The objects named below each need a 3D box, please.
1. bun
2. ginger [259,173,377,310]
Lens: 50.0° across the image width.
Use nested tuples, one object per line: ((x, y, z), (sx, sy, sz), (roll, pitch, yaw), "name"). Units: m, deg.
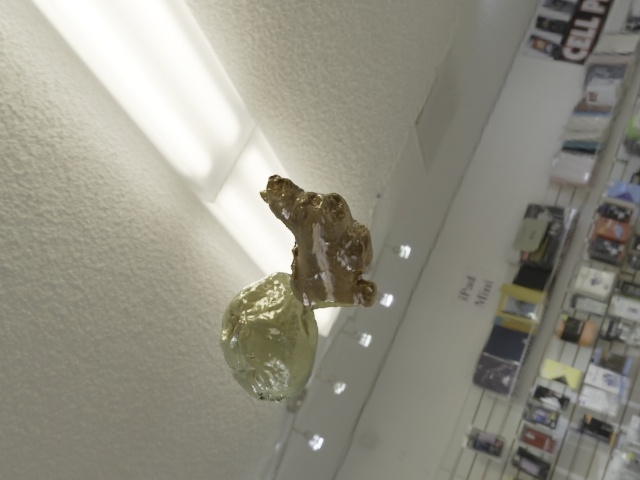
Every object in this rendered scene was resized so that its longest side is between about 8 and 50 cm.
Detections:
((-0.092, 0.159, 1.140), (0.134, 0.220, 0.221), (9, -78, -26), "bun")
((0.005, 0.000, 0.943), (0.074, 0.137, 0.214), (-40, -67, -66), "ginger")
